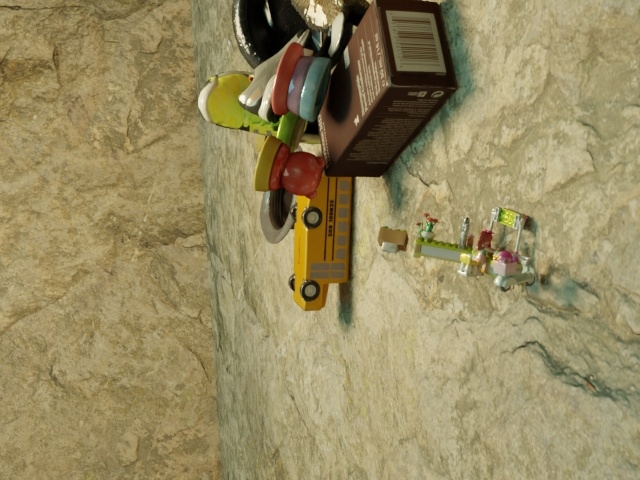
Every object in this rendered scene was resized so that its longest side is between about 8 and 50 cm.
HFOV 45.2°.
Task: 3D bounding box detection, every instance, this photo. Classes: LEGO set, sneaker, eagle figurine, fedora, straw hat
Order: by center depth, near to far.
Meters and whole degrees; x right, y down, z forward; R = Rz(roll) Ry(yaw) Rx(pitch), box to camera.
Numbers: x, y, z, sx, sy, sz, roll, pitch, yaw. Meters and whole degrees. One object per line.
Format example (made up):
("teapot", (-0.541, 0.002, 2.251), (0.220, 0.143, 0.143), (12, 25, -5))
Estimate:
("LEGO set", (0.226, -0.008, 1.216), (0.287, 0.132, 0.107), (20, 106, 46))
("eagle figurine", (0.040, -0.536, 1.598), (0.226, 0.298, 0.225), (-47, -6, 20))
("sneaker", (-0.095, -0.392, 1.755), (0.272, 0.108, 0.100), (-60, -19, -27))
("sneaker", (-0.111, -0.315, 1.841), (0.147, 0.384, 0.145), (27, 110, 49))
("fedora", (-0.058, -0.556, 1.906), (0.152, 0.334, 0.334), (-43, -44, -74))
("fedora", (-0.058, -0.123, 2.054), (0.244, 0.124, 0.275), (-126, 47, -56))
("straw hat", (-0.151, -0.334, 2.415), (0.144, 0.061, 0.144), (-50, 31, 46))

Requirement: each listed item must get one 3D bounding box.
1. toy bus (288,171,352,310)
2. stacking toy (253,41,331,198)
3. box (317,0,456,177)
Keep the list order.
("toy bus", (0.000, 0.000, 1.885), (0.108, 0.130, 0.333), (-154, 65, -68))
("stacking toy", (-0.024, -0.258, 1.635), (0.279, 0.130, 0.309), (-62, -13, -65))
("box", (0.113, -0.287, 1.525), (0.381, 0.143, 0.191), (126, 139, -64))
